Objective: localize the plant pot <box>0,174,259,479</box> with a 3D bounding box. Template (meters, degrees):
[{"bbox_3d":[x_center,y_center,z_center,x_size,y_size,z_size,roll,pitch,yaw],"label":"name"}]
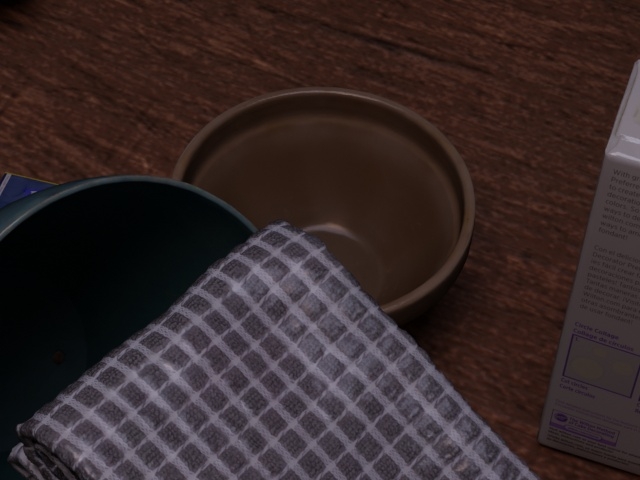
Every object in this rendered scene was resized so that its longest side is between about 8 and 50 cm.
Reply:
[{"bbox_3d":[-0.179,0.096,1.180,0.290,0.290,0.195,-39,25,-27],"label":"plant pot"}]

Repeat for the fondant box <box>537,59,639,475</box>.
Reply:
[{"bbox_3d":[0.292,0.051,1.158,0.238,0.330,0.096,17,53,11],"label":"fondant box"}]

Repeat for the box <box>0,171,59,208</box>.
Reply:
[{"bbox_3d":[-0.184,-0.001,1.367,0.169,0.054,0.059,13,52,10],"label":"box"}]

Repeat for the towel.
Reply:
[{"bbox_3d":[-0.014,0.155,1.045,0.283,0.121,0.235,46,60,5],"label":"towel"}]

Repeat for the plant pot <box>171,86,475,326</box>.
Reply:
[{"bbox_3d":[0.000,0.000,1.334,0.237,0.109,0.237,1,50,-1],"label":"plant pot"}]
